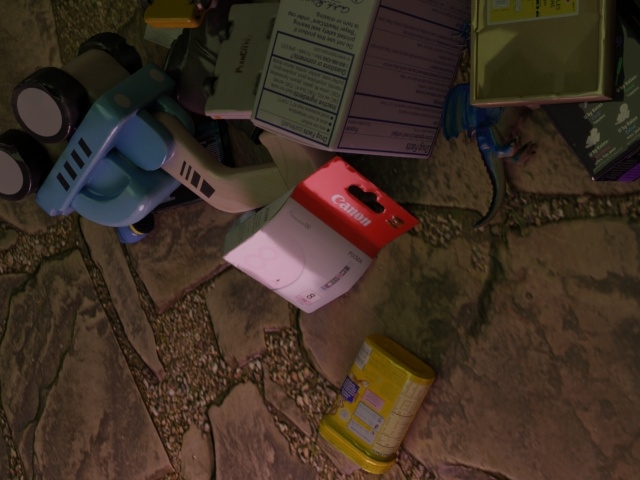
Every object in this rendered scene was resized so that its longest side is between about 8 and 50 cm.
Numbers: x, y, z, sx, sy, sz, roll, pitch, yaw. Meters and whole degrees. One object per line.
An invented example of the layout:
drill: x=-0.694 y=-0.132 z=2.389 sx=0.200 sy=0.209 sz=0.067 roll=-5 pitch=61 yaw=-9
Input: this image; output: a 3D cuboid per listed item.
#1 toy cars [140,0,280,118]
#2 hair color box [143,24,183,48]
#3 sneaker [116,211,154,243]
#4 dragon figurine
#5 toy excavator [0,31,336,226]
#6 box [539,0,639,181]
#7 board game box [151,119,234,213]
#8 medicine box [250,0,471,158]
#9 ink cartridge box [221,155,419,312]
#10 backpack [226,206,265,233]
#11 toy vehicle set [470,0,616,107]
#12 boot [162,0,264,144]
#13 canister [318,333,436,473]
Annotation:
toy cars: x=-0.147 y=-0.313 z=1.458 sx=0.176 sy=0.087 sz=0.394 roll=-34 pitch=60 yaw=-1
hair color box: x=-0.232 y=-0.407 z=1.680 sx=0.093 sy=0.053 sz=0.167 roll=26 pitch=108 yaw=32
sneaker: x=-0.356 y=-0.097 z=1.769 sx=0.082 sy=0.069 sz=0.209 roll=-22 pitch=77 yaw=43
dragon figurine: x=0.223 y=-0.168 z=1.361 sx=0.144 sy=0.085 sz=0.289 roll=20 pitch=103 yaw=32
toy excavator: x=-0.247 y=-0.134 z=1.562 sx=0.445 sy=0.222 sz=0.433 roll=41 pitch=126 yaw=-5
box: x=0.341 y=-0.220 z=1.229 sx=0.143 sy=0.165 sz=0.270 roll=-41 pitch=70 yaw=28
board game box: x=-0.229 y=-0.125 z=1.706 sx=0.186 sy=0.026 sz=0.126 roll=-13 pitch=85 yaw=34
medicine box: x=0.069 y=-0.269 z=1.354 sx=0.149 sy=0.263 sz=0.289 roll=25 pitch=105 yaw=31
ink cartridge box: x=0.000 y=0.000 z=1.464 sx=0.232 sy=0.189 sz=0.066 roll=-30 pitch=39 yaw=33
backpack: x=-0.089 y=0.004 z=1.582 sx=0.105 sy=0.084 sz=0.114 roll=-47 pitch=70 yaw=29
toy vehicle set: x=0.258 y=-0.293 z=1.161 sx=0.166 sy=0.035 sz=0.267 roll=2 pitch=92 yaw=34
boot: x=-0.116 y=-0.341 z=1.586 sx=0.222 sy=0.118 sz=0.338 roll=23 pitch=112 yaw=25
canister: x=0.085 y=0.241 z=1.480 sx=0.126 sy=0.073 sz=0.170 roll=34 pitch=109 yaw=28
